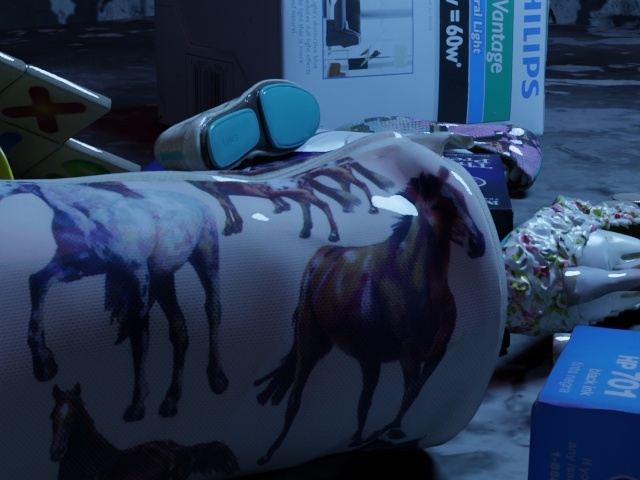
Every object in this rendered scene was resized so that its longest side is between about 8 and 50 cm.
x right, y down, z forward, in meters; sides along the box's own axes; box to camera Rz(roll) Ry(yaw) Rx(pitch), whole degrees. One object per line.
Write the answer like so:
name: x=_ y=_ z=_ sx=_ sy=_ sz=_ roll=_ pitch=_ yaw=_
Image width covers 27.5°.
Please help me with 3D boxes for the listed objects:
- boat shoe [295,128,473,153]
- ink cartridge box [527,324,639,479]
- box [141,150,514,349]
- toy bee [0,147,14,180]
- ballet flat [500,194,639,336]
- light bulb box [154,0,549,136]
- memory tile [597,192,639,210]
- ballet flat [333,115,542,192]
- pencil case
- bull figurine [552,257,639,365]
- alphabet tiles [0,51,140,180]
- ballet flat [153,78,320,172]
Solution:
boat shoe: x=0.046 y=-0.046 z=1.121 sx=0.088 sy=0.096 sz=0.267 roll=6 pitch=7 yaw=39
ink cartridge box: x=0.163 y=0.112 z=0.411 sx=0.190 sy=0.140 sz=0.082 roll=5 pitch=15 yaw=20
box: x=0.000 y=0.000 z=0.923 sx=0.261 sy=0.103 sz=0.184 roll=1 pitch=17 yaw=5
toy bee: x=-0.230 y=-0.004 z=0.756 sx=0.298 sy=0.162 sz=0.195 roll=10 pitch=-37 yaw=-42
ballet flat: x=0.192 y=0.013 z=0.858 sx=0.077 sy=0.091 sz=0.241 roll=6 pitch=11 yaw=35
light bulb box: x=0.030 y=-0.243 z=1.588 sx=0.361 sy=0.225 sz=0.358 roll=-7 pitch=16 yaw=-28
memory tile: x=0.314 y=-0.019 z=1.155 sx=0.148 sy=0.012 sz=0.113 roll=10 pitch=18 yaw=31
ballet flat: x=0.106 y=-0.077 z=1.284 sx=0.221 sy=0.077 sz=0.079 roll=2 pitch=34 yaw=8
pencil case: x=-0.113 y=0.036 z=0.628 sx=0.410 sy=0.184 sz=0.160 roll=-5 pitch=15 yaw=-22
bull figurine: x=0.216 y=0.064 z=0.664 sx=0.188 sy=0.101 sz=0.310 roll=-3 pitch=9 yaw=14
alphabet tiles: x=-0.297 y=-0.051 z=0.835 sx=0.285 sy=0.011 sz=0.342 roll=22 pitch=-32 yaw=-35
ballet flat: x=-0.060 y=-0.082 z=0.934 sx=0.052 sy=0.057 sz=0.168 roll=-4 pitch=10 yaw=30
